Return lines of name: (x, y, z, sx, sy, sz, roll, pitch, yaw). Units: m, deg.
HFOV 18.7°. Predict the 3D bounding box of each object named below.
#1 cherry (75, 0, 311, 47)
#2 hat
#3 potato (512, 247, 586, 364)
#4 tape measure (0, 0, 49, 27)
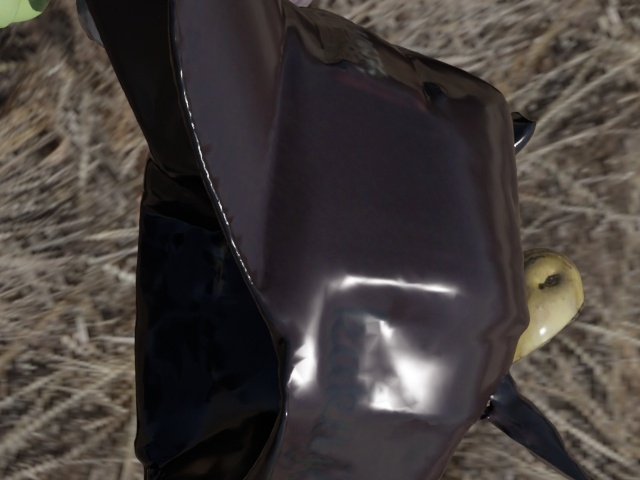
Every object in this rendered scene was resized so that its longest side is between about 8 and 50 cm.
cherry: (-0.070, -0.183, 1.199, 0.140, 0.176, 0.176, 19, 80, -40)
hat: (0.022, -0.023, 0.782, 0.209, 0.238, 0.336, -10, 121, -13)
potato: (0.149, 0.064, 1.839, 0.200, 0.164, 0.081, -25, 105, 17)
tape measure: (-0.256, -0.185, 1.249, 0.200, 0.175, 0.106, 5, 105, -30)
